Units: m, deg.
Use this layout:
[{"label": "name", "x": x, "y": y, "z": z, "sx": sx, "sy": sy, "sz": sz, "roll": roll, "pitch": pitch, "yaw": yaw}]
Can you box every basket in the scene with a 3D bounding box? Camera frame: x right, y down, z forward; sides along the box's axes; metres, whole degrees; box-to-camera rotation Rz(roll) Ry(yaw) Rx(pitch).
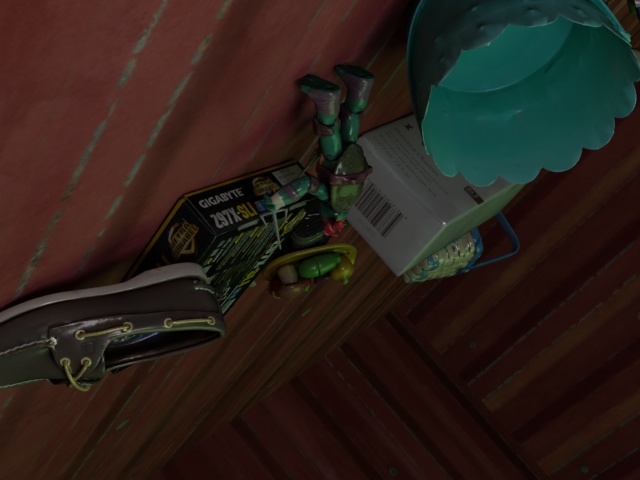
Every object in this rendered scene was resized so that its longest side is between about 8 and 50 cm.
[{"label": "basket", "x": 0.293, "y": -0.037, "z": 2.079, "sx": 0.289, "sy": 0.254, "sz": 0.201, "roll": -23, "pitch": 167, "yaw": -30}]

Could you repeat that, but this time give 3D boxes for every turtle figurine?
[{"label": "turtle figurine", "x": 0.009, "y": -0.102, "z": 1.184, "sx": 0.175, "sy": 0.118, "sz": 0.234, "roll": -52, "pitch": 156, "yaw": -57}]

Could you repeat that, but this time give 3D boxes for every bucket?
[{"label": "bucket", "x": 0.242, "y": -0.225, "z": 1.164, "sx": 0.281, "sy": 0.183, "sz": 0.281, "roll": -7, "pitch": 140, "yaw": -6}]

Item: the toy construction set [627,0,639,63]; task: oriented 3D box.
[{"label": "toy construction set", "x": 0.424, "y": -0.347, "z": 1.330, "sx": 0.257, "sy": 0.309, "sz": 0.237, "roll": -41, "pitch": 176, "yaw": 39}]

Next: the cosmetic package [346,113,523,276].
[{"label": "cosmetic package", "x": 0.210, "y": -0.114, "z": 1.642, "sx": 0.385, "sy": 0.217, "sz": 0.156, "roll": -31, "pitch": 164, "yaw": -47}]

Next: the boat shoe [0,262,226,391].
[{"label": "boat shoe", "x": -0.270, "y": 0.120, "z": 1.088, "sx": 0.324, "sy": 0.096, "sz": 0.116, "roll": -16, "pitch": 151, "yaw": -27}]

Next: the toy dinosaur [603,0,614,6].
[{"label": "toy dinosaur", "x": 0.449, "y": -0.402, "z": 1.601, "sx": 0.296, "sy": 0.127, "sz": 0.200, "roll": -27, "pitch": 169, "yaw": -33}]

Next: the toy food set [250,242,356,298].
[{"label": "toy food set", "x": -0.031, "y": 0.071, "z": 1.658, "sx": 0.218, "sy": 0.071, "sz": 0.128, "roll": -13, "pitch": 158, "yaw": -9}]

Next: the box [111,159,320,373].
[{"label": "box", "x": -0.168, "y": 0.037, "z": 1.323, "sx": 0.322, "sy": 0.079, "sz": 0.257, "roll": -50, "pitch": 167, "yaw": 35}]

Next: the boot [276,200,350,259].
[{"label": "boot", "x": 0.000, "y": -0.002, "z": 1.711, "sx": 0.190, "sy": 0.076, "sz": 0.208, "roll": -22, "pitch": 155, "yaw": -19}]
